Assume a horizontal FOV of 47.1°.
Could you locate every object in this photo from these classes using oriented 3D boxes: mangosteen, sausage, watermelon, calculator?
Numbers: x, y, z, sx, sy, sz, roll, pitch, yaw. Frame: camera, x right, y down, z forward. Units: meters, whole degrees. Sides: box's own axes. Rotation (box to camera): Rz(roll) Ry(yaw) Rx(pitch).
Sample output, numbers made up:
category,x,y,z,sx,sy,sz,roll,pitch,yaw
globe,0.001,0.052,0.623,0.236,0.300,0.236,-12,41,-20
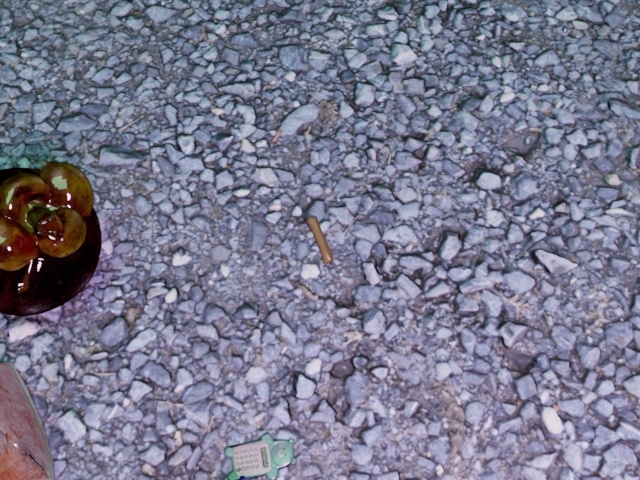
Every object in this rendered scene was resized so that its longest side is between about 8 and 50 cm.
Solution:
category,x,y,z,sx,sy,sz,roll,pitch,yaw
mangosteen,-0.582,-0.011,1.474,0.306,0.347,0.307,14,61,-27
sausage,0.000,0.000,1.632,0.026,0.026,0.116,-18,66,-8
watermelon,-0.667,0.330,1.357,0.283,0.293,0.250,-15,24,-30
calculator,-0.115,0.424,1.430,0.141,0.019,0.094,-10,62,-4

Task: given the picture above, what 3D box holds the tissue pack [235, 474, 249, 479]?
category,x,y,z,sx,sy,sz,roll,pitch,yaw
tissue pack,-0.140,0.587,1.291,0.209,0.137,0.270,34,73,18
